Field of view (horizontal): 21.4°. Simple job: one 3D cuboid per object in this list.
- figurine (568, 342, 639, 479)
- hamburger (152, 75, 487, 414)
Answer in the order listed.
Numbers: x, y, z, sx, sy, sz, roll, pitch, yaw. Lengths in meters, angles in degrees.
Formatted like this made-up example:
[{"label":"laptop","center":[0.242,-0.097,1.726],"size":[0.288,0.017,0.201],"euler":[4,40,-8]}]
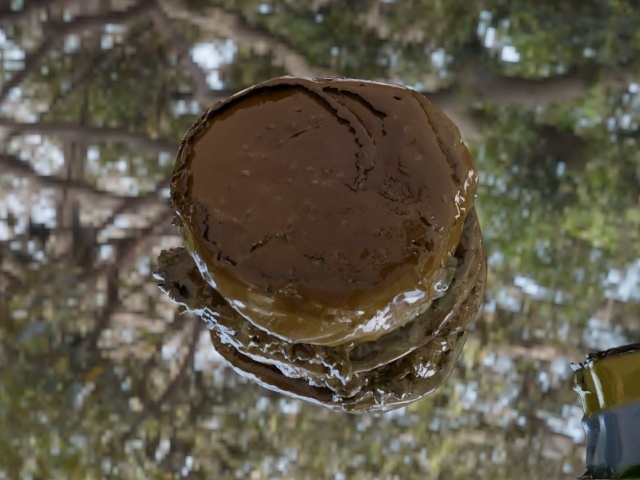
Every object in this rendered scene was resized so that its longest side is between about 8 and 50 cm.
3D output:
[{"label":"figurine","center":[0.165,0.181,0.801],"size":[0.143,0.162,0.263],"euler":[-8,-99,-9]},{"label":"hamburger","center":[0.002,0.010,1.297],"size":[0.260,0.211,0.245],"euler":[-15,-125,-6]}]
